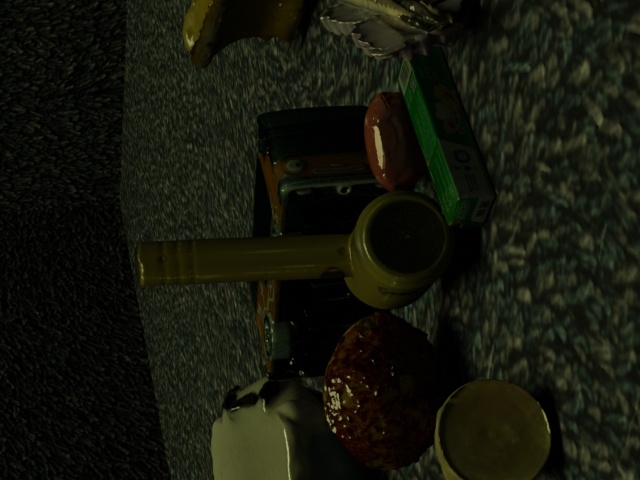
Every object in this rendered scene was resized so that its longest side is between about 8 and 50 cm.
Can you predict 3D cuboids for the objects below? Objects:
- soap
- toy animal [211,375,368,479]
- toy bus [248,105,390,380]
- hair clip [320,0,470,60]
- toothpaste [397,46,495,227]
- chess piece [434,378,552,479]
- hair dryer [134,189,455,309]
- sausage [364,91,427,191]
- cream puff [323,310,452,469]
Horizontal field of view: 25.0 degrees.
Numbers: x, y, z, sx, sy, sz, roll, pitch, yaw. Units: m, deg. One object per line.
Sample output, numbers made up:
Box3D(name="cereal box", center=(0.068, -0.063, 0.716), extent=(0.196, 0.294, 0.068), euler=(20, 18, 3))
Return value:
Box3D(name="soap", center=(-0.101, -0.416, 1.701), extent=(0.339, 0.169, 0.304), euler=(119, 144, -63))
Box3D(name="toy animal", center=(-0.022, 0.254, 1.650), extent=(0.208, 0.156, 0.204), euler=(-22, 69, 58))
Box3D(name="toy bus", center=(0.000, 0.000, 1.511), extent=(0.167, 0.138, 0.275), euler=(-107, 16, -45))
Box3D(name="hair clip", center=(0.058, -0.213, 1.265), extent=(0.292, 0.106, 0.085), euler=(-130, 25, -61))
Box3D(name="toothpaste", center=(0.107, -0.092, 1.253), extent=(0.043, 0.037, 0.178), euler=(107, 154, -49))
Box3D(name="chess piece", center=(0.130, 0.168, 1.194), extent=(0.200, 0.090, 0.090), euler=(100, 163, -78))
Box3D(name="hair dryer", center=(-0.025, 0.014, 1.278), extent=(0.135, 0.278, 0.090), euler=(112, 155, -80))
Box3D(name="sausage", center=(0.071, -0.093, 1.345), extent=(0.054, 0.059, 0.094), euler=(-14, -83, -82))
Box3D(name="cream puff", center=(0.068, 0.137, 1.316), extent=(0.084, 0.149, 0.149), euler=(-4, 92, 36))
